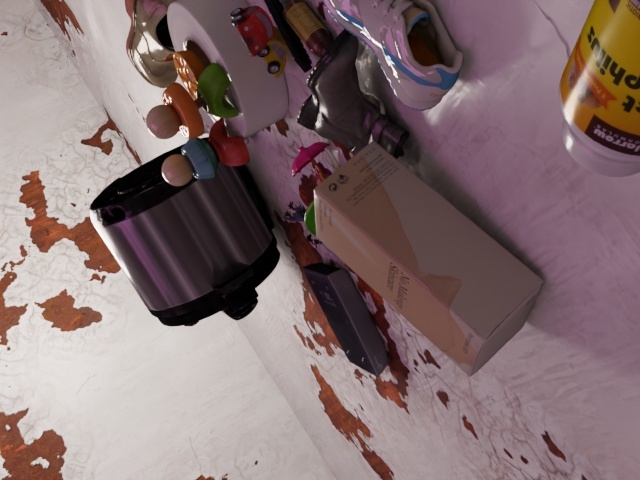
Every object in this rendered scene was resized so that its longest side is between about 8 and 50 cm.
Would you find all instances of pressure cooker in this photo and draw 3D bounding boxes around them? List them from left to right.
[{"bbox_3d":[-0.306,0.007,2.015,0.420,0.375,0.370,62,-155,-18],"label":"pressure cooker"}]

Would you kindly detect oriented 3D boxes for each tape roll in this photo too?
[{"bbox_3d":[-0.177,-0.334,1.570,0.286,0.100,0.286,51,162,24],"label":"tape roll"}]

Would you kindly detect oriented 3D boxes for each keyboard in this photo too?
[{"bbox_3d":[-0.061,-0.350,1.306,0.180,0.023,0.108,64,-173,3],"label":"keyboard"}]

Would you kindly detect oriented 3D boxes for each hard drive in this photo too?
[{"bbox_3d":[0.058,0.166,1.822,0.255,0.054,0.172,64,163,-14],"label":"hard drive"}]

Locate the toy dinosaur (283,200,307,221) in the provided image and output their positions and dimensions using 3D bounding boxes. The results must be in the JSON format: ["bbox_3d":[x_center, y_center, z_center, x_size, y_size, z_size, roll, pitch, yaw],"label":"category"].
[{"bbox_3d":[-0.043,-0.056,1.798,0.082,0.047,0.090,32,-177,40],"label":"toy dinosaur"}]

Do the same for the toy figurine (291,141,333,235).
[{"bbox_3d":[0.017,-0.097,1.458,0.173,0.130,0.159,41,-162,-52],"label":"toy figurine"}]

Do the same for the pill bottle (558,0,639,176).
[{"bbox_3d":[0.254,-0.140,0.634,0.117,0.117,0.215,52,162,22],"label":"pill bottle"}]

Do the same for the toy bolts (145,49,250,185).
[{"bbox_3d":[-0.251,-0.215,1.534,0.218,0.158,0.228,44,157,41],"label":"toy bolts"}]

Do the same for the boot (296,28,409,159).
[{"bbox_3d":[0.062,-0.188,1.173,0.161,0.083,0.246,35,161,4],"label":"boot"}]

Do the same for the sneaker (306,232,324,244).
[{"bbox_3d":[0.000,0.000,1.737,0.083,0.037,0.032,24,140,60],"label":"sneaker"}]

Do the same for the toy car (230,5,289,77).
[{"bbox_3d":[-0.118,-0.380,1.317,0.225,0.053,0.239,63,-173,3],"label":"toy car"}]

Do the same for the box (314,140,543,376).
[{"bbox_3d":[0.140,0.023,1.151,0.311,0.121,0.148,42,160,23],"label":"box"}]

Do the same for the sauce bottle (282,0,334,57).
[{"bbox_3d":[-0.007,-0.302,1.236,0.128,0.042,0.042,54,163,16],"label":"sauce bottle"}]

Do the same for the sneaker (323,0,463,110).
[{"bbox_3d":[0.084,-0.267,0.982,0.229,0.087,0.092,51,156,3],"label":"sneaker"}]

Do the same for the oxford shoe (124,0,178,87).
[{"bbox_3d":[-0.357,-0.440,1.874,0.130,0.123,0.348,48,161,18],"label":"oxford shoe"}]

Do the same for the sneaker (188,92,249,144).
[{"bbox_3d":[-0.244,-0.261,1.851,0.232,0.115,0.090,44,158,41],"label":"sneaker"}]
